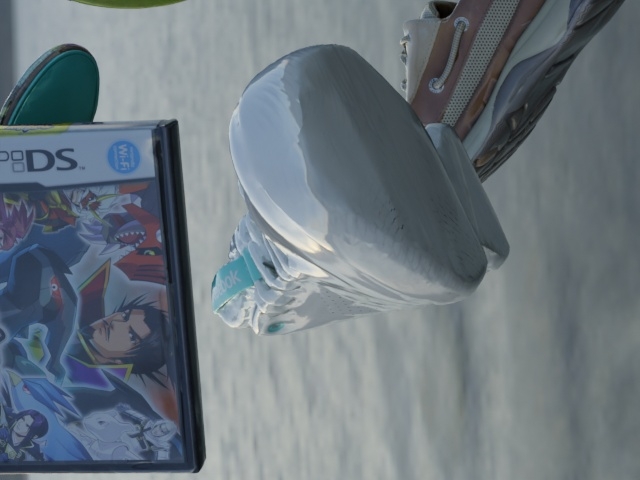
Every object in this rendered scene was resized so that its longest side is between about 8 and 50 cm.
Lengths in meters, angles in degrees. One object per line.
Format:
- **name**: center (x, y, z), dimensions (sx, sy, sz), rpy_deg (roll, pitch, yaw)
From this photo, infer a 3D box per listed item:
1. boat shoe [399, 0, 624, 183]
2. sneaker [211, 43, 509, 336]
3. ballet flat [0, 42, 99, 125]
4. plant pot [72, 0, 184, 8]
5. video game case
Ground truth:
- **boat shoe**: center (0.121, -0.137, 1.173), dimensions (0.324, 0.116, 0.123), rpy_deg (-55, -13, 25)
- **sneaker**: center (0.000, 0.000, 0.486), dimensions (0.080, 0.094, 0.212), rpy_deg (67, -168, 11)
- **ballet flat**: center (-0.241, -0.054, 1.234), dimensions (0.079, 0.077, 0.221), rpy_deg (12, 86, 61)
- **plant pot**: center (-0.055, -0.249, 0.795), dimensions (0.254, 0.276, 0.276), rpy_deg (26, 118, 59)
- **video game case**: center (-0.221, 0.047, 1.164), dimensions (0.035, 0.248, 0.275), rpy_deg (-62, -30, -74)
